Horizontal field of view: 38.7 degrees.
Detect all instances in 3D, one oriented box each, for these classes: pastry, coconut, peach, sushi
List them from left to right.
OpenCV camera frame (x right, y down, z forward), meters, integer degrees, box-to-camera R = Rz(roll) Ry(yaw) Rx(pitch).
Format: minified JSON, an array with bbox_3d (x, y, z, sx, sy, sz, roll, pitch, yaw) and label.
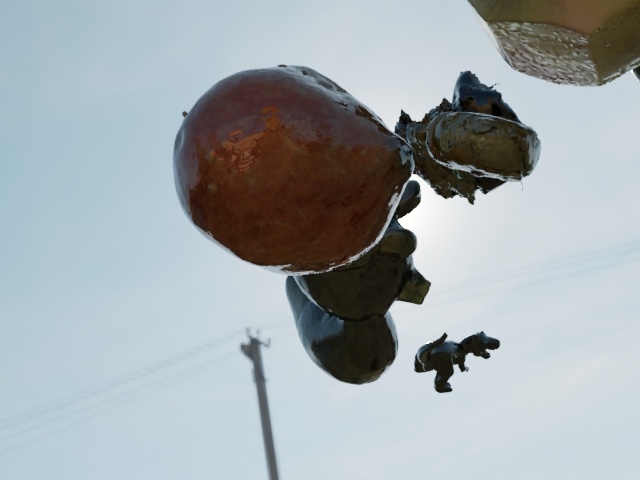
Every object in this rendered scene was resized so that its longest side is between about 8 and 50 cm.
[{"bbox_3d":[-0.016,-0.069,0.861,0.233,0.232,0.232,-8,-29,-4],"label":"peach"},{"bbox_3d":[0.261,-0.176,1.696,0.219,0.238,0.225,-29,10,2],"label":"sushi"},{"bbox_3d":[0.209,-0.122,1.173,0.153,0.153,0.081,8,-78,-30],"label":"pastry"},{"bbox_3d":[0.335,-0.374,1.152,0.353,0.352,0.352,-8,-29,-4],"label":"coconut"}]

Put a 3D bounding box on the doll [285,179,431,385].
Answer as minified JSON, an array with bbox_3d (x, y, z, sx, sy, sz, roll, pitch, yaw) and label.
[{"bbox_3d":[-0.031,0.010,1.339,0.252,0.382,0.378,-9,-50,-33],"label":"doll"}]

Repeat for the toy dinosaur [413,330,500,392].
[{"bbox_3d":[0.227,0.171,1.569,0.187,0.087,0.179,-24,-42,-34],"label":"toy dinosaur"}]

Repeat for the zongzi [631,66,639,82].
[{"bbox_3d":[0.622,-0.332,1.700,0.062,0.154,0.130,-39,2,2],"label":"zongzi"}]
